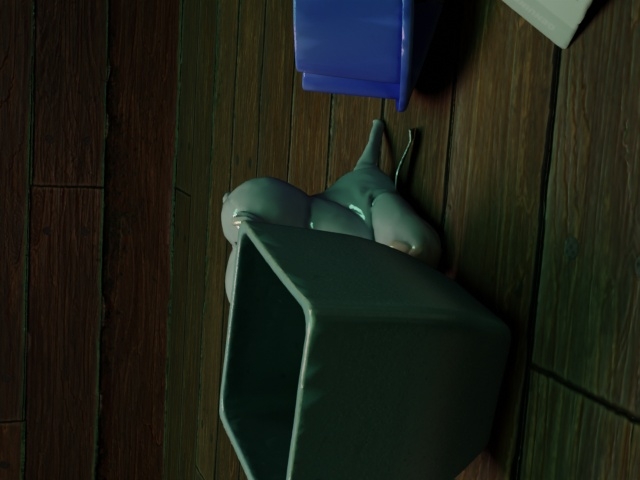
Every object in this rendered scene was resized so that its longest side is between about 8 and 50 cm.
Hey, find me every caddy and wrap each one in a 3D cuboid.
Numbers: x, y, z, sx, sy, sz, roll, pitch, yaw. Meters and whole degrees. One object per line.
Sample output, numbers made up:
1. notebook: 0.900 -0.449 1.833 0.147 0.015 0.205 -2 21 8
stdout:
1. caddy: 0.063 -0.324 1.066 0.241 0.179 0.342 17 -107 -87

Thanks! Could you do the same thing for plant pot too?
1. plant pot: 0.051 0.133 0.958 0.247 0.252 0.248 -135 49 -61

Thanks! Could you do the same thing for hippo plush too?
1. hippo plush: 0.000 0.000 1.122 0.234 0.236 0.294 -147 60 -66

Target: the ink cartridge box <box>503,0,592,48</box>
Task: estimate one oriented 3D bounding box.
1. ink cartridge box: 0.171 -0.378 0.721 0.308 0.091 0.385 44 160 13
